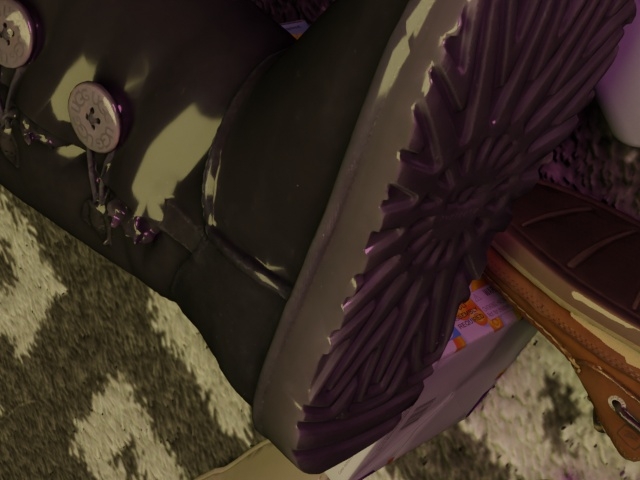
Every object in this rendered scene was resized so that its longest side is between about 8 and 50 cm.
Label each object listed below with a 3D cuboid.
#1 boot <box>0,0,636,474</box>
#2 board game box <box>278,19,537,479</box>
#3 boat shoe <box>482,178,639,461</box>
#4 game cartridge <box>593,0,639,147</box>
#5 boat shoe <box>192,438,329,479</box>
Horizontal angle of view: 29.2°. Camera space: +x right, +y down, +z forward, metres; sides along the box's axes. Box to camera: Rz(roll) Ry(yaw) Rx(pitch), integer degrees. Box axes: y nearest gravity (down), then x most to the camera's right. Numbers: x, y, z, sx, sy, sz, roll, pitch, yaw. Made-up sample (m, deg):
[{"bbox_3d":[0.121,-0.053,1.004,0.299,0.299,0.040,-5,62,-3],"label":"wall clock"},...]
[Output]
[{"bbox_3d":[-0.078,-0.147,0.680,0.445,0.146,0.367,41,117,30],"label":"boot"},{"bbox_3d":[0.000,0.000,0.823,0.275,0.142,0.144,49,132,20],"label":"board game box"},{"bbox_3d":[0.188,0.077,0.684,0.307,0.110,0.104,39,129,29],"label":"boat shoe"},{"bbox_3d":[0.230,-0.139,0.556,0.297,0.062,0.198,-11,112,49],"label":"game cartridge"},{"bbox_3d":[-0.044,0.219,1.039,0.065,0.075,0.206,34,140,-27],"label":"boat shoe"}]
